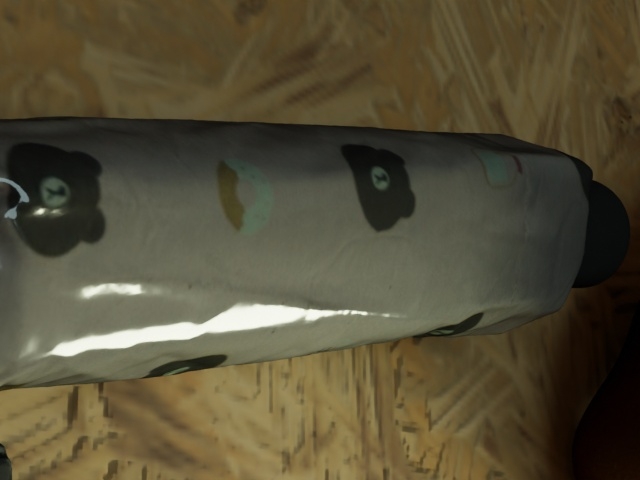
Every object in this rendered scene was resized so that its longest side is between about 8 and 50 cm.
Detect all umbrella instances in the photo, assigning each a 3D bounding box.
[{"bbox_3d":[0.000,0.000,0.545,0.337,0.067,0.073,-4,114,-52],"label":"umbrella"}]

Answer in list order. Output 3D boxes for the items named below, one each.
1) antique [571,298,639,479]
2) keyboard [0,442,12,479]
[{"bbox_3d":[0.225,0.032,0.706,0.278,0.223,0.129,-34,108,-15],"label":"antique"},{"bbox_3d":[-0.153,0.091,0.365,0.231,0.023,0.072,-4,91,-52],"label":"keyboard"}]
